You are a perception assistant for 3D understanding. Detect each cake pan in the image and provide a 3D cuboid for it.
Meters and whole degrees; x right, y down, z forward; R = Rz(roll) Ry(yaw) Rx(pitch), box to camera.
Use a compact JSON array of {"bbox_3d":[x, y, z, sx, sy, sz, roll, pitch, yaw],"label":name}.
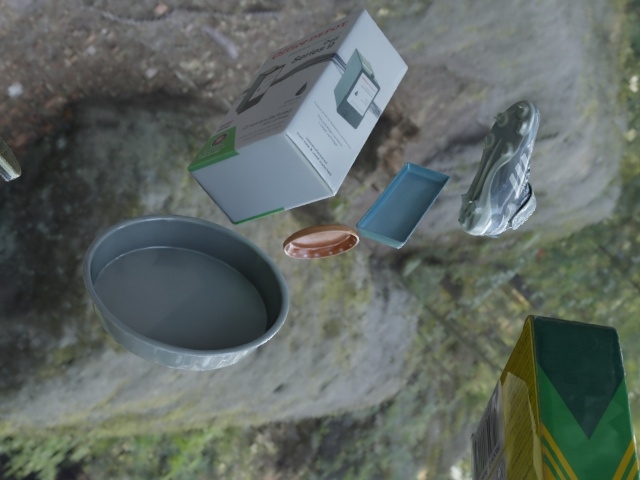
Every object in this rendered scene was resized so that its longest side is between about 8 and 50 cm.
[{"bbox_3d":[-0.191,0.073,1.529,0.293,0.293,0.054,-28,148,-46],"label":"cake pan"}]

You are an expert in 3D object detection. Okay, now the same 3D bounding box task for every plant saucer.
[{"bbox_3d":[0.111,-0.047,1.432,0.192,0.067,0.018,-51,156,-50],"label":"plant saucer"},{"bbox_3d":[0.000,0.000,1.191,0.083,0.013,0.083,-8,161,-3],"label":"plant saucer"}]

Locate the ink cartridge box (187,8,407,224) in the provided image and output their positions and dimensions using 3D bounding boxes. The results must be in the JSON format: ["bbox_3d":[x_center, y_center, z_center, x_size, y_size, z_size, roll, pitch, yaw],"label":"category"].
[{"bbox_3d":[-0.029,-0.178,1.560,0.211,0.121,0.289,-16,-147,42],"label":"ink cartridge box"}]

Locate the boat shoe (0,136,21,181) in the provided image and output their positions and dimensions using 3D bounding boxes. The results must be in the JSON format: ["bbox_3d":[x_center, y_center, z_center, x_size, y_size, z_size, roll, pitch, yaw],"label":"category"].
[{"bbox_3d":[-0.637,-0.187,1.955,0.073,0.223,0.080,-37,-156,6],"label":"boat shoe"}]

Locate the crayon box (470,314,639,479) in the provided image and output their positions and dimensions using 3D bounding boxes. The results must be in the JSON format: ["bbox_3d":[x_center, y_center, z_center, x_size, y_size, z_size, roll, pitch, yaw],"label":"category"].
[{"bbox_3d":[0.182,0.246,0.853,0.202,0.081,0.319,103,-5,-47],"label":"crayon box"}]

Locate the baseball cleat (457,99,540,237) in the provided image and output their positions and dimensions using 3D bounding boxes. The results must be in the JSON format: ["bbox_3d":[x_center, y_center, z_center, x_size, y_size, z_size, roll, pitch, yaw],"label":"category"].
[{"bbox_3d":[0.263,-0.097,1.492,0.109,0.072,0.206,8,122,-31],"label":"baseball cleat"}]
